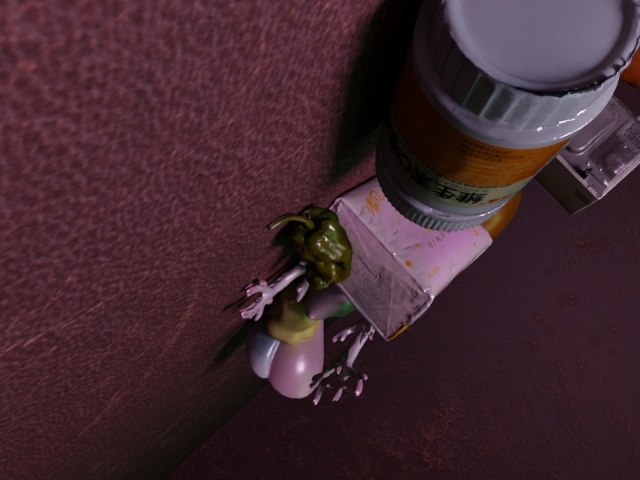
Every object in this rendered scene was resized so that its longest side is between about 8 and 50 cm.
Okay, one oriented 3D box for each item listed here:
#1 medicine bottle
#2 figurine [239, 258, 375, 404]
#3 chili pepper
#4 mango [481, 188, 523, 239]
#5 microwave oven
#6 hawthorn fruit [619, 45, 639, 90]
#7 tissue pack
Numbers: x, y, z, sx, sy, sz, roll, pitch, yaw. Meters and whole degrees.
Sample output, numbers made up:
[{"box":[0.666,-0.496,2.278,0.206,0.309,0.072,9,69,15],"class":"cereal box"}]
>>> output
[{"box":[0.141,-0.120,0.625,0.158,0.158,0.318,-41,171,-12],"class":"medicine bottle"},{"box":[-0.010,0.137,1.119,0.284,0.206,0.316,-49,174,-44],"class":"figurine"},{"box":[0.001,0.002,0.867,0.204,0.072,0.073,71,40,-68],"class":"chili pepper"},{"box":[0.275,-0.101,1.316,0.211,0.173,0.317,-50,180,37],"class":"mango"},{"box":[0.389,-0.184,1.148,0.145,0.240,0.194,-41,171,-4],"class":"microwave oven"},{"box":[0.423,-0.315,0.871,0.207,0.207,0.243,-36,165,-38],"class":"hawthorn fruit"},{"box":[0.117,0.002,1.026,0.225,0.185,0.124,-33,167,-51],"class":"tissue pack"}]
